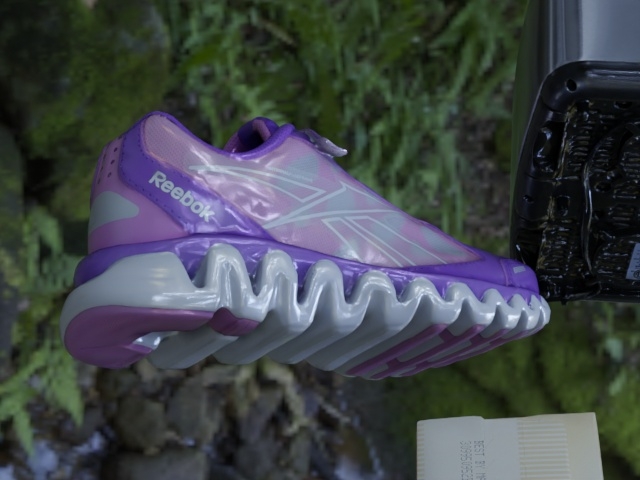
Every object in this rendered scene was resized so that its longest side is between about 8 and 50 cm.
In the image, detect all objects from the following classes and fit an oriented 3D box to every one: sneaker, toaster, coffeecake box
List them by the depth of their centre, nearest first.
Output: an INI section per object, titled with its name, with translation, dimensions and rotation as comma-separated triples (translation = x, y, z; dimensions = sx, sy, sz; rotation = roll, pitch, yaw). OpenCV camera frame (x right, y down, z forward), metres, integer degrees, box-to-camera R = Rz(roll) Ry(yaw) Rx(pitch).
[coffeecake box]
translation = 0.076, 0.176, 0.554
dimensions = 0.142, 0.068, 0.185
rotation = -86, 169, -45
[sneaker]
translation = 0.000, 0.000, 0.640
dimensions = 0.236, 0.095, 0.104
rotation = 8, 64, -35
[toaster]
translation = 0.169, -0.049, 0.724
dimensions = 0.168, 0.185, 0.110
rotation = 90, 3, -50
